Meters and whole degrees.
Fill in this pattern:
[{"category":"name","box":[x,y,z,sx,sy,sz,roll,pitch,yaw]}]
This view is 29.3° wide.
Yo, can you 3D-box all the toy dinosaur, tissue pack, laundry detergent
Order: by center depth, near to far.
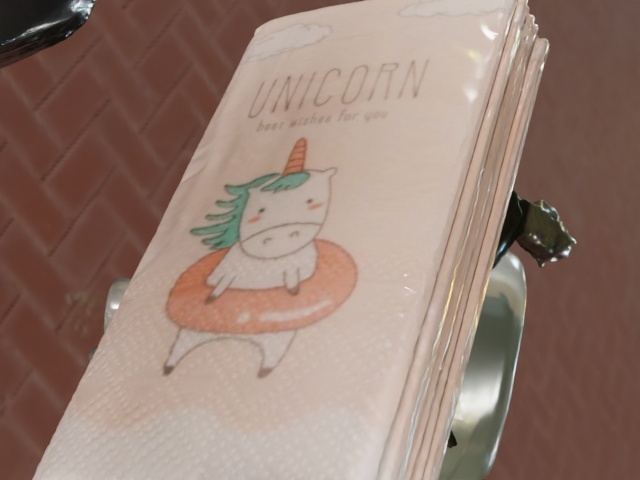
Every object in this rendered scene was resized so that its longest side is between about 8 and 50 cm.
[{"category":"tissue pack","box":[0.000,0.000,0.600,0.071,0.170,0.325,59,38,-39]},{"category":"toy dinosaur","box":[0.120,0.021,0.804,0.187,0.087,0.179,-13,57,-28]},{"category":"laundry detergent","box":[-0.013,0.109,1.217,0.124,0.398,0.264,-86,-177,-68]}]

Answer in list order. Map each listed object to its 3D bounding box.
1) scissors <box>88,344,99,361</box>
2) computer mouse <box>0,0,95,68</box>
[{"category":"scissors","box":[-0.122,0.087,1.499,0.256,0.383,0.029,-5,72,-26]},{"category":"computer mouse","box":[-0.284,-0.181,0.823,0.170,0.269,0.100,64,1,3]}]
